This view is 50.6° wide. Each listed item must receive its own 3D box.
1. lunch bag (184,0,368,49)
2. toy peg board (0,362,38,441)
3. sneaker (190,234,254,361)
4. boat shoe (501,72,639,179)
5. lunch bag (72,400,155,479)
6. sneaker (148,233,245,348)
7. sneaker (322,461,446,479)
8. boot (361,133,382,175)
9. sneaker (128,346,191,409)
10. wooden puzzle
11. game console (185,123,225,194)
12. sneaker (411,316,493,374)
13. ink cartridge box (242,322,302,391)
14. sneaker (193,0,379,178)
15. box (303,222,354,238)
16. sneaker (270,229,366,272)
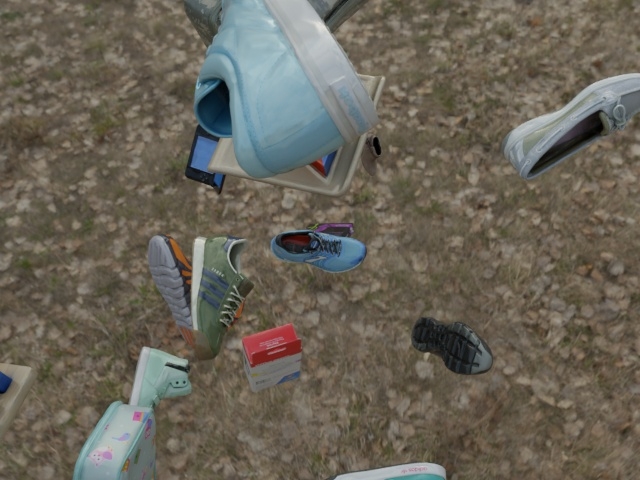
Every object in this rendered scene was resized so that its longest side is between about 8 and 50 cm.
[{"bbox_3d":[-0.069,-0.462,1.326,0.256,0.212,0.305,37,80,27],"label":"lunch bag"},{"bbox_3d":[-0.444,0.199,0.780,0.161,0.079,0.161,0,53,27],"label":"toy peg board"},{"bbox_3d":[-0.139,0.076,0.988,0.086,0.064,0.192,-8,65,6],"label":"sneaker"},{"bbox_3d":[0.532,-0.228,1.375,0.320,0.118,0.103,-25,52,4],"label":"boat shoe"},{"bbox_3d":[-0.400,0.473,1.338,0.108,0.279,0.224,10,28,1],"label":"lunch bag"},{"bbox_3d":[-0.298,0.099,1.675,0.180,0.321,0.125,-34,32,-32],"label":"sneaker"},{"bbox_3d":[0.110,0.550,1.315,0.296,0.123,0.178,-17,45,16],"label":"sneaker"},{"bbox_3d":[0.145,-0.236,1.871,0.042,0.087,0.118,-22,101,-17],"label":"boot"},{"bbox_3d":[-0.410,0.407,1.732,0.151,0.094,0.255,15,63,-15],"label":"sneaker"},{"bbox_3d":[-0.059,-0.272,1.510,0.348,0.080,0.322,11,67,19],"label":"wooden puzzle"},{"bbox_3d":[-0.270,-0.200,1.643,0.124,0.144,0.085,19,13,6],"label":"game console"},{"bbox_3d":[0.294,0.218,1.424,0.106,0.267,0.101,17,92,-20],"label":"sneaker"},{"bbox_3d":[-0.123,0.288,1.711,0.134,0.231,0.078,-15,58,-15],"label":"ink cartridge box"},{"bbox_3d":[-0.074,-0.186,0.683,0.150,0.135,0.366,-30,36,3],"label":"sneaker"},{"bbox_3d":[0.000,0.000,1.581,0.116,0.029,0.162,0,24,21],"label":"box"},{"bbox_3d":[-0.003,0.016,1.125,0.162,0.073,0.063,4,77,-1],"label":"sneaker"}]
